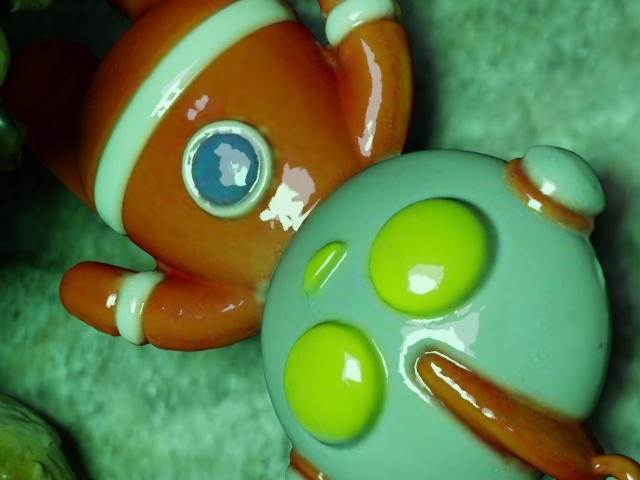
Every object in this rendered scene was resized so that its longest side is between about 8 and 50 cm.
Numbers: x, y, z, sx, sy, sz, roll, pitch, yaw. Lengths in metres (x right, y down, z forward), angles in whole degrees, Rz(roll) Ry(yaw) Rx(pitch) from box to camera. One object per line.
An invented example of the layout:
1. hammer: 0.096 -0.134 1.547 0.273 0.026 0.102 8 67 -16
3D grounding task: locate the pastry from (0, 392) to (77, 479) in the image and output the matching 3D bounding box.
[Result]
1. pastry: -0.172 0.132 0.760 0.153 0.081 0.153 -1 88 20

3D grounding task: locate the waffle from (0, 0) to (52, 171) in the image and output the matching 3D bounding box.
1. waffle: -0.254 -0.099 0.770 0.379 0.095 0.382 -55 46 31

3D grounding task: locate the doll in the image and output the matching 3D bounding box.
1. doll: 0.000 0.000 0.682 0.336 0.105 0.200 44 101 26
